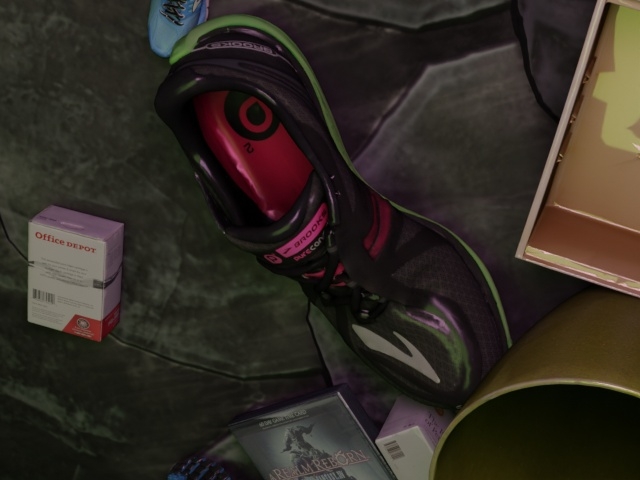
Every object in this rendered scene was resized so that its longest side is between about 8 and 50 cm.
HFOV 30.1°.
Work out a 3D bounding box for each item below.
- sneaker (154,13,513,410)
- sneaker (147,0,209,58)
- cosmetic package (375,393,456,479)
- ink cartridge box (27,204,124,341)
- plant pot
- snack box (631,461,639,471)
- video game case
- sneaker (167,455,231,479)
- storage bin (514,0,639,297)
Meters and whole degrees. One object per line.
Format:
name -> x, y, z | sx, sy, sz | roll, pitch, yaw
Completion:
sneaker -> 0.000, 0.000, 1.187 | 0.185, 0.202, 0.483 | -39, 96, 30
sneaker -> -0.144, -0.256, 1.197 | 0.063, 0.073, 0.162 | 26, 119, 6
cosmetic package -> 0.154, 0.284, 1.321 | 0.060, 0.099, 0.239 | -25, 103, 25
ink cartridge box -> -0.285, 0.037, 1.387 | 0.099, 0.056, 0.135 | 15, 117, 12
plant pot -> 0.271, 0.164, 1.106 | 0.275, 0.293, 0.274 | 10, 121, 18
snack box -> 0.456, 0.331, 1.214 | 0.187, 0.060, 0.322 | -23, 103, 26
video game case -> 0.032, 0.300, 1.384 | 0.196, 0.026, 0.274 | -24, 105, 43
sneaker -> -0.104, 0.333, 1.453 | 0.191, 0.071, 0.083 | 27, 159, 22
storage bin -> 0.346, -0.079, 1.076 | 0.260, 0.123, 0.262 | 19, 117, 11
